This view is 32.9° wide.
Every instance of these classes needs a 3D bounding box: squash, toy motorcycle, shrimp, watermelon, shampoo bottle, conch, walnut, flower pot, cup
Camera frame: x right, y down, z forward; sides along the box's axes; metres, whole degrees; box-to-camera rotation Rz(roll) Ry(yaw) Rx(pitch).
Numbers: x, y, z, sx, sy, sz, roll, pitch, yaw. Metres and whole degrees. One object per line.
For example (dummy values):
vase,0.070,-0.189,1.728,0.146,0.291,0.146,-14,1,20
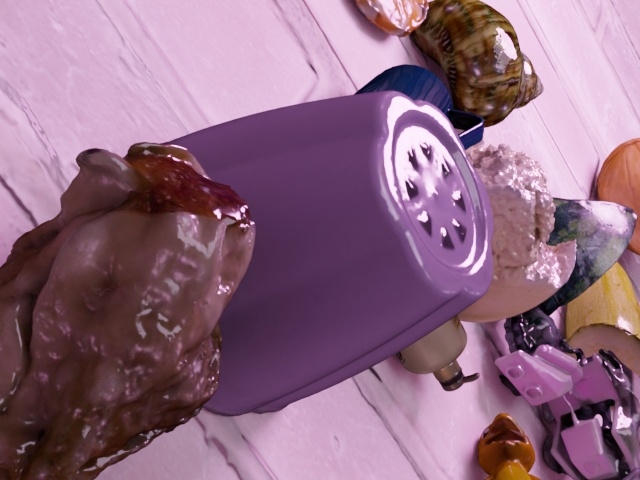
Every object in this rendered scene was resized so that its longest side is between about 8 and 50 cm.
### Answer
squash,0.411,0.089,1.599,0.137,0.137,0.287,43,35,-35
toy motorcycle,0.334,0.231,1.375,0.327,0.143,0.188,47,38,-19
shrimp,0.059,-0.412,1.396,0.164,0.062,0.316,-3,78,-54
watermelon,0.302,-0.014,1.425,0.136,0.207,0.202,68,-10,-18
shampoo bottle,0.110,0.093,1.170,0.162,0.079,0.079,60,33,-16
conch,0.220,-0.249,1.487,0.181,0.124,0.187,42,33,-41
walnut,0.579,-0.071,1.872,0.193,0.193,0.225,-33,99,-57
flower pot,0.000,0.000,0.912,0.265,0.243,0.265,28,52,-44
cup,0.095,-0.120,1.220,0.150,0.113,0.138,34,34,4

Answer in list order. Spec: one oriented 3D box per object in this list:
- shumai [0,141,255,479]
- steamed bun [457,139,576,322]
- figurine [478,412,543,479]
shumai,-0.153,0.030,0.705,0.218,0.184,0.185,-35,140,-39
steamed bun,0.208,-0.025,1.250,0.225,0.171,0.199,-78,178,-60
figurine,0.218,0.286,1.232,0.176,0.122,0.122,-89,172,-45
